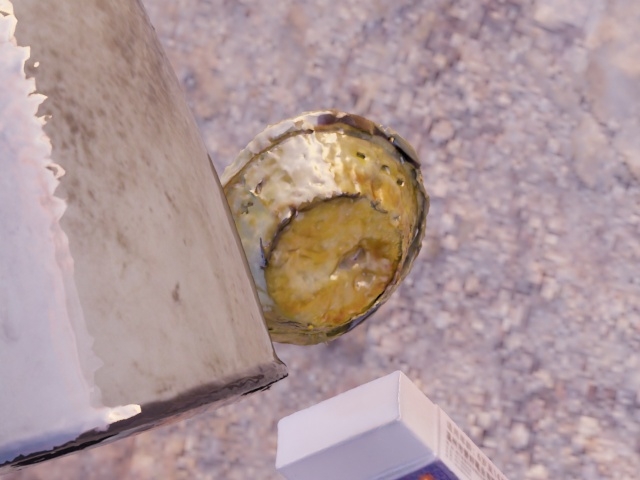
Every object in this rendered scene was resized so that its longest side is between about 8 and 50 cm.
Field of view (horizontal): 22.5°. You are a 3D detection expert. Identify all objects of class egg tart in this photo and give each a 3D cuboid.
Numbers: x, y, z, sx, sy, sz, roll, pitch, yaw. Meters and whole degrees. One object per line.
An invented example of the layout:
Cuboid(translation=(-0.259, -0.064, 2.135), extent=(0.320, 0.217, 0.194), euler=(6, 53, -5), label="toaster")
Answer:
Cuboid(translation=(0.001, 0.001, 1.308), extent=(0.212, 0.212, 0.090), euler=(-64, 32, 19), label="egg tart")

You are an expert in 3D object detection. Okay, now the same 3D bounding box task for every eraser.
Cuboid(translation=(0.072, 0.203, 1.303), extent=(0.124, 0.210, 0.068), euler=(-24, 37, 26), label="eraser")

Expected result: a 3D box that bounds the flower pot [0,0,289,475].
Cuboid(translation=(-0.206, -0.024, 0.999), extent=(0.293, 0.293, 0.330), euler=(-23, 83, 52), label="flower pot")
